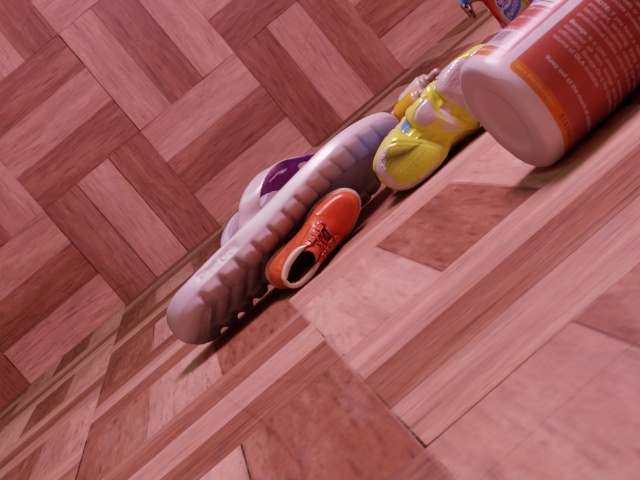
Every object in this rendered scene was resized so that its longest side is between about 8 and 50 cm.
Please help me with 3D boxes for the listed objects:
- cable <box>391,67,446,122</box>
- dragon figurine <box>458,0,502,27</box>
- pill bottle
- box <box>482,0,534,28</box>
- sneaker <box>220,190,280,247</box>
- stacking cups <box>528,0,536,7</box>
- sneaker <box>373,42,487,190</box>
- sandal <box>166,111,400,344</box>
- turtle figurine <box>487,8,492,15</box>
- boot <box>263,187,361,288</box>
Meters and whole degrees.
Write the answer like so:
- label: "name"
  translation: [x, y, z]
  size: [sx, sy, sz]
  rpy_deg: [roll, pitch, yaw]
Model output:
- label: "cable"
  translation: [0.104, -0.177, 1.966]
  size: [0.287, 0.072, 0.139]
  rpy_deg: [-36, 3, 29]
- label: "dragon figurine"
  translation: [0.307, -0.455, 2.129]
  size: [0.144, 0.289, 0.085]
  rpy_deg: [-67, -20, 3]
- label: "pill bottle"
  translation: [0.239, -0.175, 1.085]
  size: [0.216, 0.121, 0.121]
  rpy_deg: [-41, 7, -10]
- label: "box"
  translation: [0.377, -0.417, 1.837]
  size: [0.257, 0.122, 0.128]
  rpy_deg: [-43, 9, -21]
- label: "sneaker"
  translation: [-0.099, -0.002, 1.942]
  size: [0.091, 0.094, 0.258]
  rpy_deg: [-56, -5, 25]
- label: "stacking cups"
  translation: [0.274, -0.249, 1.477]
  size: [0.096, 0.096, 0.316]
  rpy_deg: [-33, 11, 42]
- label: "sneaker"
  translation: [0.155, -0.162, 1.543]
  size: [0.240, 0.091, 0.126]
  rpy_deg: [-41, 7, -1]
- label: "sandal"
  translation: [-0.057, -0.041, 1.593]
  size: [0.416, 0.102, 0.169]
  rpy_deg: [-43, -24, -17]
- label: "turtle figurine"
  translation: [0.360, -0.416, 1.997]
  size: [0.217, 0.087, 0.269]
  rpy_deg: [-31, 38, 6]
- label: "boot"
  translation: [0.000, 0.000, 1.507]
  size: [0.158, 0.059, 0.084]
  rpy_deg: [-49, 12, -7]
